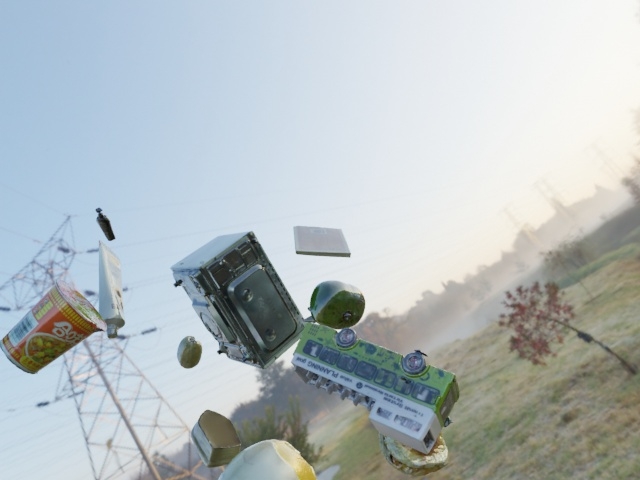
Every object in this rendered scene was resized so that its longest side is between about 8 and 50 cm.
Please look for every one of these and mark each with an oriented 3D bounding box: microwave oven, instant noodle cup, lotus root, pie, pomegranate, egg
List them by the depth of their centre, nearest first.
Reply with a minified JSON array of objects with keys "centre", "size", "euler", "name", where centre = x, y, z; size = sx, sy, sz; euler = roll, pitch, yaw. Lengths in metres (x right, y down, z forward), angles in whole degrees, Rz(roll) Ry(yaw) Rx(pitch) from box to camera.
[{"centre":[-0.128,0.703,1.341],"size":[0.283,0.345,0.283],"euler":[-18,-26,-9],"name":"egg"},{"centre":[0.244,0.512,1.365],"size":[0.179,0.205,0.084],"euler":[4,-50,-12],"name":"pie"},{"centre":[-0.729,0.245,1.414],"size":[0.212,0.193,0.193],"euler":[-43,-13,-11],"name":"instant noodle cup"},{"centre":[0.029,0.187,1.417],"size":[0.152,0.131,0.191],"euler":[18,-35,-28],"name":"pomegranate"},{"centre":[-0.285,0.202,1.747],"size":[0.247,0.394,0.333],"euler":[-37,17,-28],"name":"microwave oven"},{"centre":[-0.491,0.426,1.946],"size":[0.077,0.090,0.183],"euler":[-38,-19,-44],"name":"lotus root"}]

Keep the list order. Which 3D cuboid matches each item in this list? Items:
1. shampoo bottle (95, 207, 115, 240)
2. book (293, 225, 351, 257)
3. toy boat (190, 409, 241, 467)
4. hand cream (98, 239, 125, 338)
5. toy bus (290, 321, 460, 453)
[{"centre":[-0.741,-0.055,1.795],"size":[0.048,0.027,0.137],"euler":[3,-46,7],"name":"shampoo bottle"},{"centre":[0.000,0.001,1.669],"size":[0.170,0.018,0.241],"euler":[3,19,-5],"name":"book"},{"centre":[-0.308,0.565,1.520],"size":[0.116,0.188,0.061],"euler":[7,-71,-37],"name":"toy boat"},{"centre":[-0.683,0.162,1.693],"size":[0.078,0.340,0.124],"euler":[-21,-34,3],"name":"hand cream"},{"centre":[0.090,0.256,0.952],"size":[0.139,0.302,0.113],"euler":[-58,-34,-25],"name":"toy bus"}]
